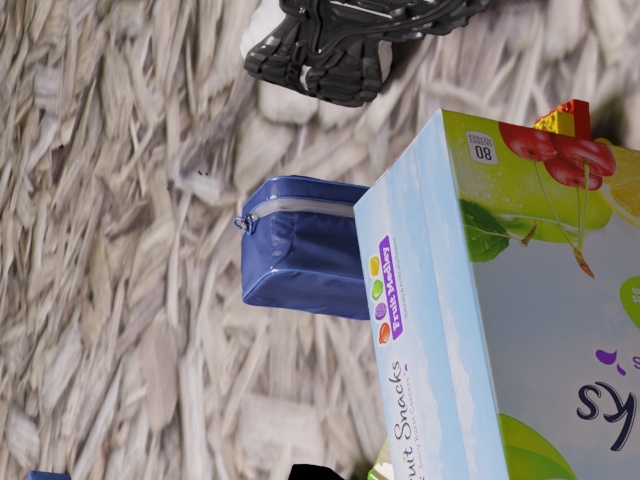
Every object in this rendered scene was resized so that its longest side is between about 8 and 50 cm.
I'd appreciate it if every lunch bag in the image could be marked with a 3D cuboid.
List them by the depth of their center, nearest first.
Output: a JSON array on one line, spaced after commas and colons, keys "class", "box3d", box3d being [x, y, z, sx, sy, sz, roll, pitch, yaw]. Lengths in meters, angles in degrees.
[{"class": "lunch bag", "box3d": [0.000, 0.000, 1.026, 0.067, 0.098, 0.065, 139, 136, -60]}]

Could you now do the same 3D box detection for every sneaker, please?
[{"class": "sneaker", "box3d": [0.024, -0.156, 1.003, 0.271, 0.100, 0.108, 151, 133, -70]}]

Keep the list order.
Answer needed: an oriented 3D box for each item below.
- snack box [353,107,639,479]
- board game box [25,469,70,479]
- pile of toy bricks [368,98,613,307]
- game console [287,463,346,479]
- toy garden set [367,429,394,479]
[{"class": "snack box", "box3d": [0.124, 0.060, 0.630, 0.070, 0.207, 0.174, -49, 40, 48]}, {"class": "board game box", "box3d": [-0.206, 0.290, 1.425, 0.136, 0.035, 0.201, -65, 30, 29]}, {"class": "pile of toy bricks", "box3d": [0.072, 0.043, 0.856, 0.118, 0.105, 0.212, -34, 52, 57]}, {"class": "game console", "box3d": [-0.011, 0.313, 1.013, 0.213, 0.044, 0.361, 49, 126, 58]}, {"class": "toy garden set", "box3d": [0.084, 0.170, 0.756, 0.204, 0.049, 0.244, 37, 126, 24]}]
